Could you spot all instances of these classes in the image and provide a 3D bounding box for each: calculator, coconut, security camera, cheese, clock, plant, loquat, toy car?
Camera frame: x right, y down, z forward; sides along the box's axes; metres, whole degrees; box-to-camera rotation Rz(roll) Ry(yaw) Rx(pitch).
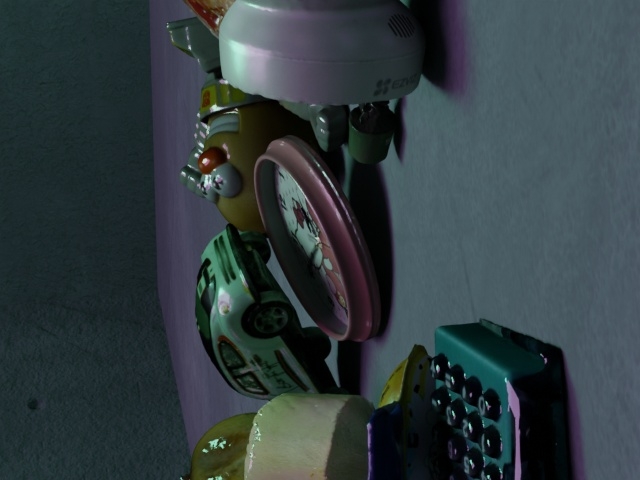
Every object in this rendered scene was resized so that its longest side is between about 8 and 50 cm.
[{"bbox_3d":[0.139,0.203,1.382,0.248,0.058,0.274,-149,55,-77],"label":"calculator"},{"bbox_3d":[0.007,0.237,1.887,0.147,0.153,0.147,1,-90,-69],"label":"coconut"},{"bbox_3d":[0.004,-0.251,1.540,0.194,0.195,0.236,-119,28,-66],"label":"security camera"},{"bbox_3d":[0.077,0.172,1.516,0.250,0.064,0.156,-17,-74,-72],"label":"cheese"},{"bbox_3d":[0.001,0.000,1.905,0.244,0.056,0.244,55,161,30],"label":"clock"},{"bbox_3d":[0.053,-0.126,1.704,0.051,0.051,0.102,-107,21,-48],"label":"plant"},{"bbox_3d":[-0.088,0.328,2.305,0.213,0.213,0.213,175,90,-80],"label":"loquat"},{"bbox_3d":[-0.065,0.121,2.044,0.306,0.125,0.136,60,-175,-40],"label":"toy car"}]

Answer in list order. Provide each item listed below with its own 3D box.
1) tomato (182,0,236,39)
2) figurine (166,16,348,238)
[{"bbox_3d":[-0.069,-0.326,1.858,0.338,0.144,0.338,46,165,16],"label":"tomato"},{"bbox_3d":[-0.078,-0.144,2.091,0.342,0.167,0.284,160,100,-78],"label":"figurine"}]
